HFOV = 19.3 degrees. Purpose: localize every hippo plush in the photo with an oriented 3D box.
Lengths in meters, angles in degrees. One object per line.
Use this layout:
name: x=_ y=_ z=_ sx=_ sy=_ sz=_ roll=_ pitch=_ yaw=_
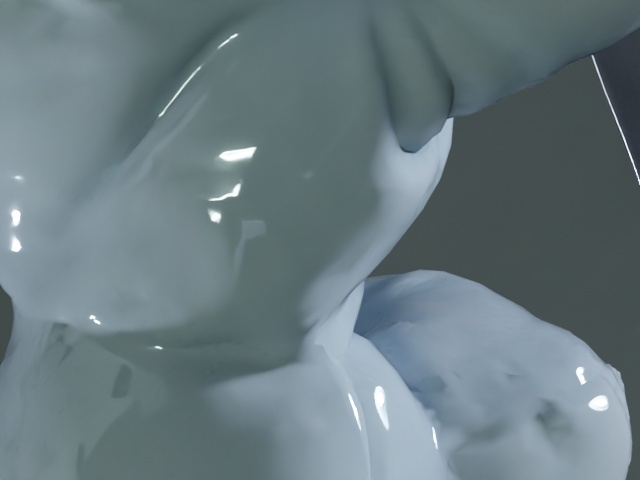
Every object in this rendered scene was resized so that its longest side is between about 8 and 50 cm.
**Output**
hippo plush: x=0.000 y=0.000 z=0.413 sx=0.234 sy=0.236 sz=0.294 roll=-9 pitch=-179 yaw=42

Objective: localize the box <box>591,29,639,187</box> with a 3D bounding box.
box: x=0.242 y=-0.046 z=1.028 sx=0.097 sy=0.395 sz=0.318 roll=-17 pitch=-165 yaw=22
